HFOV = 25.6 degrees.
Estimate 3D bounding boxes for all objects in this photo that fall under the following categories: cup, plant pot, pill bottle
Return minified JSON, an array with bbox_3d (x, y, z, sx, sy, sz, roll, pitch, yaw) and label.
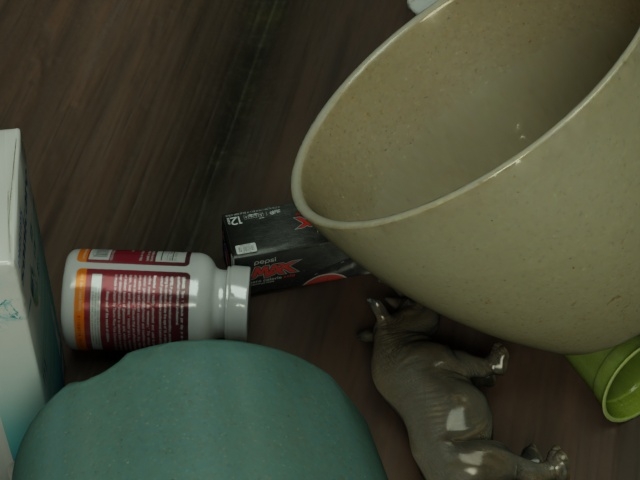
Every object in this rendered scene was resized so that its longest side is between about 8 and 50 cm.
[{"bbox_3d":[0.178,-0.048,1.118,0.331,0.237,0.331,-32,26,18],"label":"cup"},{"bbox_3d":[-0.062,0.259,0.859,0.341,0.341,0.334,-5,38,-7],"label":"plant pot"},{"bbox_3d":[0.240,0.095,1.171,0.083,0.083,0.079,-26,45,-22],"label":"plant pot"},{"bbox_3d":[-0.135,0.051,1.174,0.152,0.086,0.086,2,51,-1],"label":"pill bottle"}]

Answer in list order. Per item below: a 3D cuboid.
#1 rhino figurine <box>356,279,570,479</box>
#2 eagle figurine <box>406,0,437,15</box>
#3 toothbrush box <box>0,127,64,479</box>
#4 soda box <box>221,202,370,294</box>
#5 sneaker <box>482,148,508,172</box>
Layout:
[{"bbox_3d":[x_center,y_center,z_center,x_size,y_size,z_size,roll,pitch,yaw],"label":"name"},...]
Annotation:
[{"bbox_3d":[0.099,0.116,1.143,0.106,0.073,0.243,-14,52,-18],"label":"rhino figurine"},{"bbox_3d":[0.210,-0.298,1.368,0.226,0.298,0.225,20,16,-19],"label":"eagle figurine"},{"bbox_3d":[-0.307,0.064,1.021,0.216,0.295,0.126,-3,51,-6],"label":"toothbrush box"},{"bbox_3d":[0.000,0.000,1.240,0.169,0.060,0.053,-10,51,-10],"label":"soda box"},{"bbox_3d":[0.233,-0.082,1.303,0.258,0.094,0.091,-18,89,-4],"label":"sneaker"}]
